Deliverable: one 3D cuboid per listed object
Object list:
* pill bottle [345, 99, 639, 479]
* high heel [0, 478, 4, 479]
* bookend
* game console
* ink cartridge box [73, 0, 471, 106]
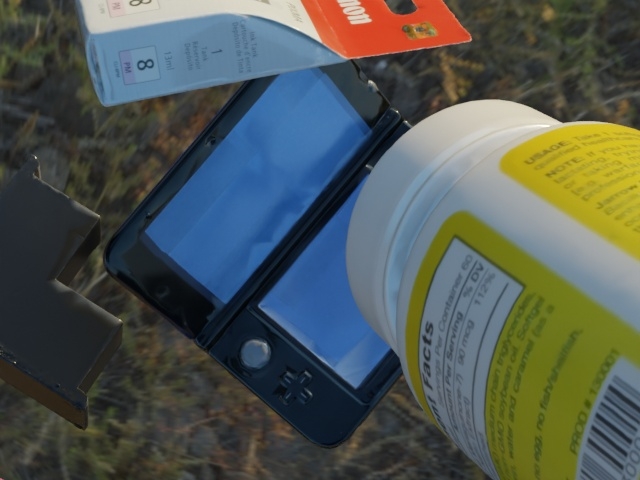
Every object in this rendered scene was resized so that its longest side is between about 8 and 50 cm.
[{"bbox_3d":[0.096,0.033,0.468,0.119,0.208,0.119,-11,116,-23],"label":"pill bottle"},{"bbox_3d":[-0.364,0.240,1.696,0.244,0.082,0.117,35,86,-28],"label":"high heel"},{"bbox_3d":[-0.214,0.042,1.252,0.156,0.072,0.157,31,69,4],"label":"bookend"},{"bbox_3d":[0.000,0.000,1.389,0.250,0.173,0.293,39,86,13],"label":"game console"},{"bbox_3d":[-0.042,-0.166,0.994,0.232,0.189,0.066,-14,123,-6],"label":"ink cartridge box"}]
